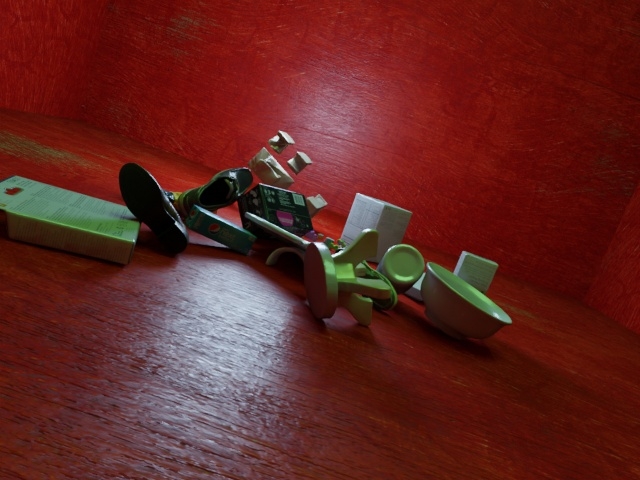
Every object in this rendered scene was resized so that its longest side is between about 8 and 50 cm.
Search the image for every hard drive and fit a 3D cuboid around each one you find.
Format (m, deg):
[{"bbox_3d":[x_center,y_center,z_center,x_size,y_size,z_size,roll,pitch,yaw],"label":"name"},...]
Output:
[{"bbox_3d":[0.419,0.171,1.914,0.307,0.040,0.203,1,15,-36],"label":"hard drive"}]

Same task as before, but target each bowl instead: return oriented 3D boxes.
[{"bbox_3d":[0.405,0.202,1.502,0.297,0.134,0.298,32,13,-8],"label":"bowl"}]

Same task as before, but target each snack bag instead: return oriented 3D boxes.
[{"bbox_3d":[-0.064,0.018,1.672,0.323,0.037,0.342,27,-7,37],"label":"snack bag"}]

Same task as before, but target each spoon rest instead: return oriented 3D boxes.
[{"bbox_3d":[-0.030,0.087,1.515,0.276,0.084,0.137,22,10,18],"label":"spoon rest"}]

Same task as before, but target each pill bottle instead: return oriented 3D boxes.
[{"bbox_3d":[0.247,0.106,1.628,0.131,0.131,0.229,20,-18,3],"label":"pill bottle"}]

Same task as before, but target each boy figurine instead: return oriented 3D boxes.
[{"bbox_3d":[-0.512,-0.151,1.863,0.285,0.092,0.177,13,8,-25],"label":"boy figurine"}]

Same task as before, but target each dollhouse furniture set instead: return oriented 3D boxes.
[{"bbox_3d":[-0.174,-0.260,2.430,0.394,0.362,0.256,48,13,2],"label":"dollhouse furniture set"}]

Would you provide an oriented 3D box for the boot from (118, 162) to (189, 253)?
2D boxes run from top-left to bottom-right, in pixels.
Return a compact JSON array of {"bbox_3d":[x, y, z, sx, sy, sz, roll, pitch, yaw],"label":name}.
[{"bbox_3d":[-0.445,-0.106,1.381,0.264,0.096,0.280,53,-3,-21],"label":"boot"}]

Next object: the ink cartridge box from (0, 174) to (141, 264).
[{"bbox_3d":[-0.600,-0.054,1.190,0.330,0.071,0.324,15,11,-19],"label":"ink cartridge box"}]

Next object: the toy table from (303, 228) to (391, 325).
[{"bbox_3d":[0.059,0.098,1.256,0.160,0.252,0.274,0,25,-14],"label":"toy table"}]

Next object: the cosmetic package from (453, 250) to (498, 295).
[{"bbox_3d":[0.494,0.163,1.695,0.117,0.231,0.085,20,9,6],"label":"cosmetic package"}]

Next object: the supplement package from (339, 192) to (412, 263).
[{"bbox_3d":[0.249,-0.050,2.307,0.199,0.263,0.198,12,12,-41],"label":"supplement package"}]

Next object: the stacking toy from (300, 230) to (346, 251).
[{"bbox_3d":[0.000,0.000,2.187,0.221,0.052,0.167,23,12,9],"label":"stacking toy"}]

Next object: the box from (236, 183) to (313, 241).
[{"bbox_3d":[-0.172,-0.098,1.906,0.247,0.142,0.163,9,58,-50],"label":"box"}]

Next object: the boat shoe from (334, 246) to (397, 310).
[{"bbox_3d":[0.125,0.115,1.524,0.095,0.095,0.257,21,20,-52],"label":"boat shoe"}]

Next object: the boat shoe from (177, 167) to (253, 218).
[{"bbox_3d":[-0.354,-0.176,1.842,0.130,0.132,0.355,-8,24,40],"label":"boat shoe"}]

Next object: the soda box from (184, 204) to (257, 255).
[{"bbox_3d":[-0.305,-0.031,1.542,0.210,0.067,0.071,29,3,-35],"label":"soda box"}]
